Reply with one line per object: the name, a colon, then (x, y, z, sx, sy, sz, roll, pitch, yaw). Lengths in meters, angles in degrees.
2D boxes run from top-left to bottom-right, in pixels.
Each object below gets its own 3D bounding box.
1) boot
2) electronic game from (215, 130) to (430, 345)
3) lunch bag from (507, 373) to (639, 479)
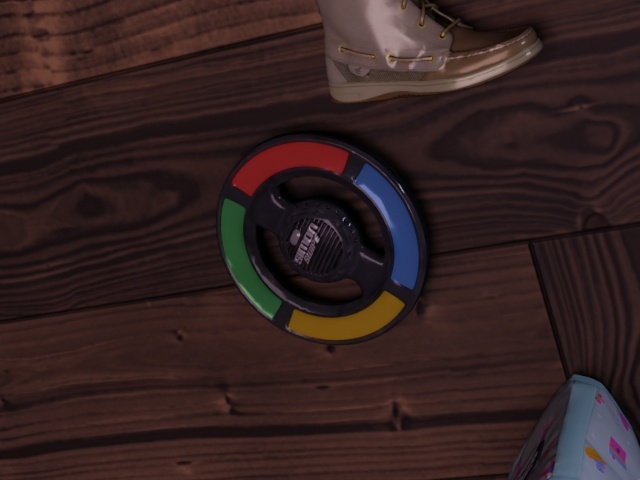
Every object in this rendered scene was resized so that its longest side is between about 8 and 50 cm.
boot: (0.086, -0.217, 1.440, 0.213, 0.077, 0.165, -6, 108, 30)
electronic game: (0.000, 0.000, 1.592, 0.229, 0.048, 0.229, 10, 116, 21)
lunch bag: (0.246, 0.284, 1.502, 0.160, 0.223, 0.262, -5, 110, 18)
